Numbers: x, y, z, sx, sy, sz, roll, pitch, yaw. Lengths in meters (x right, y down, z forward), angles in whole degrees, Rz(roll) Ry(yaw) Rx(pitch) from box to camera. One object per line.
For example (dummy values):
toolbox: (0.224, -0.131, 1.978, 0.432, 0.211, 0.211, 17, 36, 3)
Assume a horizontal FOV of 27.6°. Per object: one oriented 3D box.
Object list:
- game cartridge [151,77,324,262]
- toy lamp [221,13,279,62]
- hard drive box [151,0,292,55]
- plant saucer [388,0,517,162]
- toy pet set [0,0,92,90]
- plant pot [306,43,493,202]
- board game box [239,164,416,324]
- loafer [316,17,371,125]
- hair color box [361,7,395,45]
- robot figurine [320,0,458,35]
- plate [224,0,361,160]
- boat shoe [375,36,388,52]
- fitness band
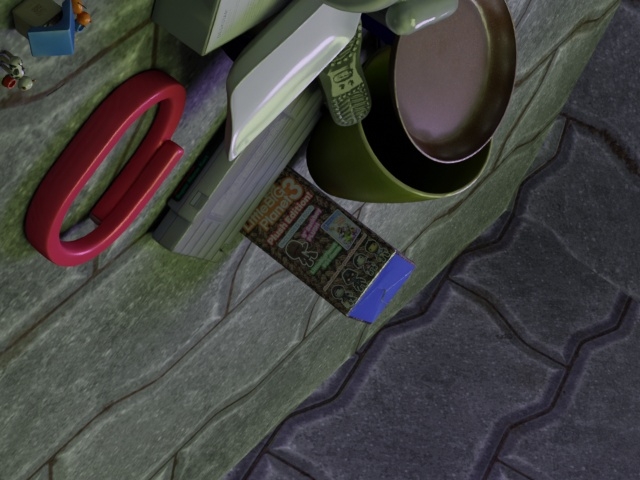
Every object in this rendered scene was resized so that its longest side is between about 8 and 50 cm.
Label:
game cartridge: (-0.121, -0.128, 2.099, 0.355, 0.068, 0.230, -54, 161, 4)
toy lamp: (-0.028, -0.354, 1.827, 0.274, 0.080, 0.080, -46, 164, -18)
hard drive box: (-0.085, -0.358, 1.610, 0.232, 0.089, 0.181, -39, 160, -44)
plant saucer: (0.207, -0.282, 2.105, 0.311, 0.050, 0.310, -15, 112, -42)
toy pet set: (-0.280, -0.213, 1.396, 0.122, 0.065, 0.114, -47, 164, -24)
plant pot: (0.102, -0.173, 2.279, 0.275, 0.274, 0.293, -44, -169, -31)
board game box: (0.000, 0.000, 2.296, 0.141, 0.291, 0.232, -52, 165, 2)
loafer: (0.014, -0.295, 2.015, 0.094, 0.087, 0.251, -21, 130, -13)
hair color box: (0.196, -0.492, 2.133, 0.339, 0.110, 0.185, -48, 164, -25)
robot figurine: (0.085, -0.389, 1.524, 0.353, 0.200, 0.299, -38, 119, -44)
plate: (-0.042, -0.254, 1.769, 0.277, 0.045, 0.278, -47, 173, -15)
boat shoe: (0.143, -0.344, 2.325, 0.103, 0.113, 0.302, -36, 148, -43)
fitness band: (-0.276, -0.095, 1.722, 0.291, 0.054, 0.209, -54, 163, 0)
